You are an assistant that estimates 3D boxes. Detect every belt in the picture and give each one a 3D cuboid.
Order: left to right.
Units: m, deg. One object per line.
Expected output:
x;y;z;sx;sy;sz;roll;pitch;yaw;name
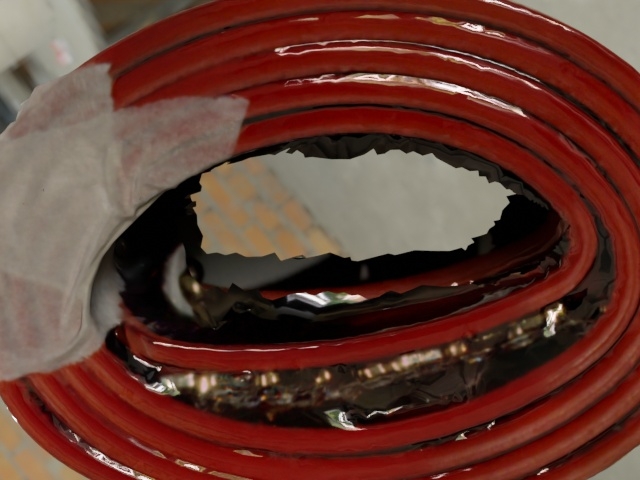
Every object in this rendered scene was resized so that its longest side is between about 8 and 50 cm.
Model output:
0.000;0.000;0.701;0.115;0.324;0.227;-79;-13;-81;belt
